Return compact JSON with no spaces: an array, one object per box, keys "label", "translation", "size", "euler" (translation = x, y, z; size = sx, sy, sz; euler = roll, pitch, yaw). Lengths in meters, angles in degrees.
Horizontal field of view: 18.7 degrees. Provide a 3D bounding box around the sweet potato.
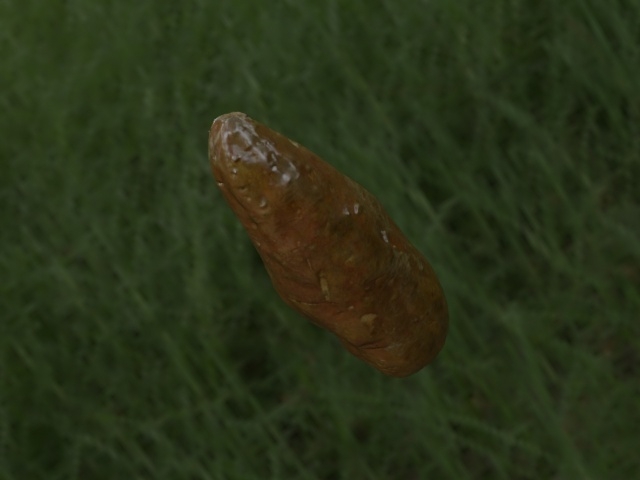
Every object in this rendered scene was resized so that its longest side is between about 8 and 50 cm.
[{"label":"sweet potato","translation":[0.000,0.000,1.357],"size":[0.097,0.251,0.097],"euler":[-29,34,22]}]
